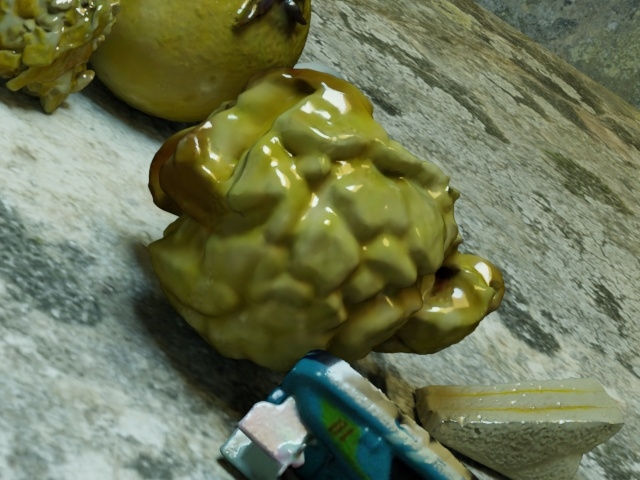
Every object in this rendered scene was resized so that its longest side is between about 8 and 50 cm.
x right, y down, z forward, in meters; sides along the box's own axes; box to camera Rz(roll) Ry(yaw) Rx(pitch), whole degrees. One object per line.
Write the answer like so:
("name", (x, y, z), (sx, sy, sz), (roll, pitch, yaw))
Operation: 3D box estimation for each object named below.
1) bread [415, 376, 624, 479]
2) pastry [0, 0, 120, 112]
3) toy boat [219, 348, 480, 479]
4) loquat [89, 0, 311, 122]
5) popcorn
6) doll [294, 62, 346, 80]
("bread", (0.174, 0.150, 1.005), (0.152, 0.105, 0.077), (30, 18, -20))
("pastry", (-0.295, -0.241, 1.018), (0.250, 0.154, 0.102), (49, 22, 9))
("toy boat", (0.069, 0.210, 0.766), (0.299, 0.134, 0.092), (42, 60, 5))
("loquat", (-0.118, -0.231, 1.122), (0.244, 0.244, 0.244), (31, 24, -15))
("popcorn", (0.000, 0.000, 0.904), (0.332, 0.225, 0.265), (30, 2, -35))
("doll", (-0.016, -0.129, 1.239), (0.138, 0.119, 0.293), (1, 27, 2))
